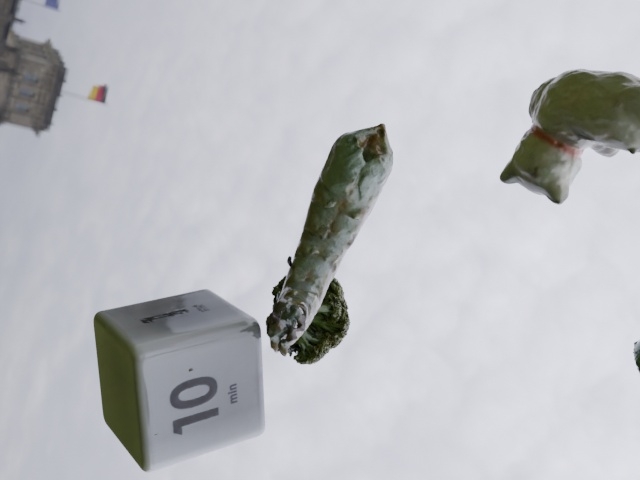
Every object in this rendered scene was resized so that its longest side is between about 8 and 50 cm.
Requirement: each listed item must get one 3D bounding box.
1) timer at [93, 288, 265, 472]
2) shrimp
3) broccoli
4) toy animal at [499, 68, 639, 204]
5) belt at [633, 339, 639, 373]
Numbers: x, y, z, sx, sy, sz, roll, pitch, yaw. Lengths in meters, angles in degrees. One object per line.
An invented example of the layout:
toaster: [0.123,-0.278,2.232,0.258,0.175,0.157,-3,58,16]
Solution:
timer: [-0.212,0.200,1.161,0.194,0.195,0.192,21,-63,53]
shrimp: [0.000,0.000,0.549,0.166,0.049,0.161,-58,173,-63]
broccoli: [-0.021,0.105,1.101,0.131,0.120,0.130,-49,-118,11]
toy animal: [0.441,-0.152,1.239,0.308,0.266,0.188,34,-109,26]
belt: [0.314,0.102,0.637,0.065,0.179,0.100,-39,-102,32]
